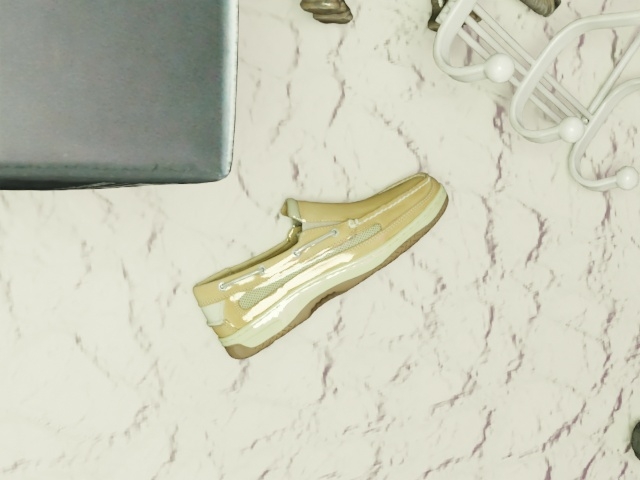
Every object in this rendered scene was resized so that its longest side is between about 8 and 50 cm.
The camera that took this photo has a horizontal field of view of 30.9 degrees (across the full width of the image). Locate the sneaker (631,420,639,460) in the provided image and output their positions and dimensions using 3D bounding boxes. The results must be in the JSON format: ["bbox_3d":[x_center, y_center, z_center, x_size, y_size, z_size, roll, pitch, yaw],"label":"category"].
[{"bbox_3d":[0.346,0.221,0.966,0.229,0.086,0.132,9,97,-26],"label":"sneaker"}]

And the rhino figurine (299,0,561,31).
[{"bbox_3d":[0.089,-0.198,0.787,0.243,0.073,0.106,-2,94,-29],"label":"rhino figurine"}]

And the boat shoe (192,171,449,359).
[{"bbox_3d":[0.000,0.000,0.787,0.190,0.068,0.072,-36,99,-15],"label":"boat shoe"}]

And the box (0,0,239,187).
[{"bbox_3d":[-0.268,-0.129,0.505,0.395,0.293,0.212,0,92,-24],"label":"box"}]

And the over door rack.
[{"bbox_3d":[0.223,-0.210,0.781,0.239,0.108,0.324,27,87,-52],"label":"over door rack"}]
